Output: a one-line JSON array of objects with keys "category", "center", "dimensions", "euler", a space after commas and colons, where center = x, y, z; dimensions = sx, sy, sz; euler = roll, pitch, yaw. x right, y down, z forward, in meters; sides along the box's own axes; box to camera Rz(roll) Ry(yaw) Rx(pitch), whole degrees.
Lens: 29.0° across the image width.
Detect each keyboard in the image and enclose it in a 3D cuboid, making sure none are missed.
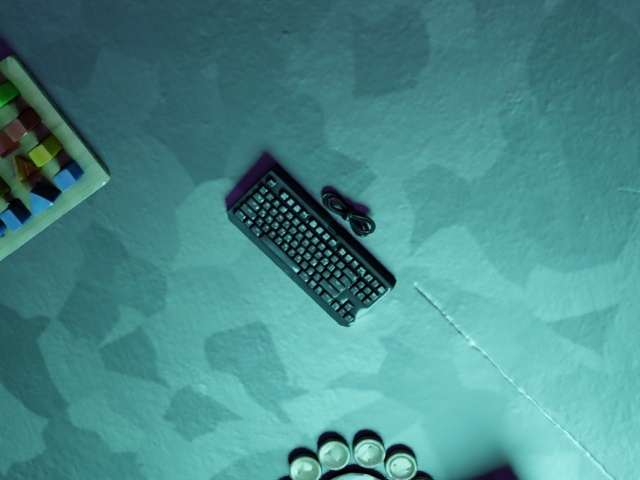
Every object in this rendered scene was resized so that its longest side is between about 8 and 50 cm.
[{"category": "keyboard", "center": [0.000, 0.000, 1.286], "dimensions": [0.180, 0.023, 0.108], "euler": [44, 104, -11]}]

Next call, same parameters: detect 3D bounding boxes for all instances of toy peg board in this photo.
[{"category": "toy peg board", "center": [-0.329, -0.073, 1.249], "dimensions": [0.161, 0.079, 0.160], "euler": [-34, 103, 13]}]

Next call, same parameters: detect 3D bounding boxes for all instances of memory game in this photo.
[{"category": "memory game", "center": [0.041, 0.301, 1.383], "dimensions": [0.186, 0.012, 0.186], "euler": [1, 108, 2]}]
